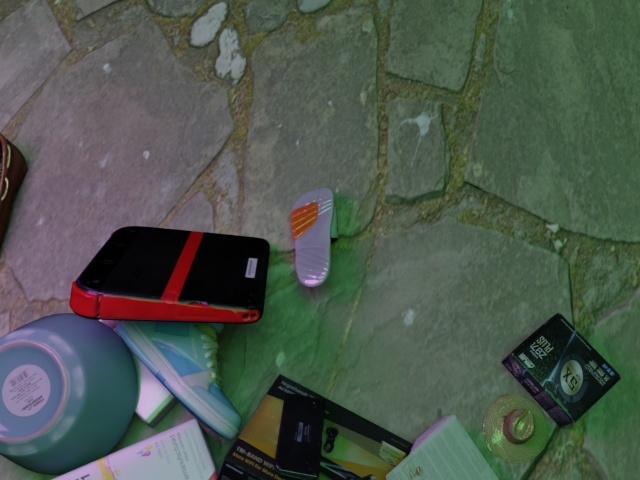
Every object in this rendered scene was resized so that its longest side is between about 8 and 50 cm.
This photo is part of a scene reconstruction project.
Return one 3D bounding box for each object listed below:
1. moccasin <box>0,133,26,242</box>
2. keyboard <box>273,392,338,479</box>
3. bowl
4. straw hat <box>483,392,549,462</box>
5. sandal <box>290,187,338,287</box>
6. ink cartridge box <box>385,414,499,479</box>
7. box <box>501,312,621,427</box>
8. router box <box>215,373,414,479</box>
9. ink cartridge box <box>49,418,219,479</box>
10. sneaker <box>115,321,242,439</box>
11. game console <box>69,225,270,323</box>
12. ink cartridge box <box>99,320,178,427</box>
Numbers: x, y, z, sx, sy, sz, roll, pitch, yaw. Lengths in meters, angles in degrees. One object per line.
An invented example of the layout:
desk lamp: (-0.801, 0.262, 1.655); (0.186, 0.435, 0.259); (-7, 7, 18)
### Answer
moccasin: (-0.734, -0.055, 1.432); (0.139, 0.147, 0.379); (15, 66, 3)
keyboard: (-0.022, 0.354, 1.222); (0.108, 0.023, 0.180); (11, 35, -3)
bowl: (-0.518, 0.279, 1.254); (0.312, 0.163, 0.311); (-2, 76, 6)
straw hat: (0.403, 0.374, 1.364); (0.145, 0.061, 0.144); (1, 66, -3)
sandal: (-0.010, 0.003, 1.493); (0.102, 0.076, 0.265); (-10, 53, 17)
ink cartridge box: (0.226, 0.458, 1.260); (0.225, 0.056, 0.181); (-26, 79, -39)
box: (0.498, 0.268, 1.408); (0.147, 0.077, 0.180); (-35, 73, -17)
router box: (0.001, 0.412, 1.246); (0.309, 0.081, 0.243); (26, 33, 7)
ink cartridge box: (-0.325, 0.491, 1.226); (0.306, 0.131, 0.226); (-21, 69, -14)
sneaker: (-0.220, 0.210, 1.305); (0.319, 0.127, 0.208); (43, 71, 13)
game console: (-0.276, 0.063, 1.328); (0.342, 0.386, 0.060); (6, 109, -4)
ink cartridge box: (-0.367, 0.237, 1.377); (0.235, 0.056, 0.171); (38, 69, 14)
